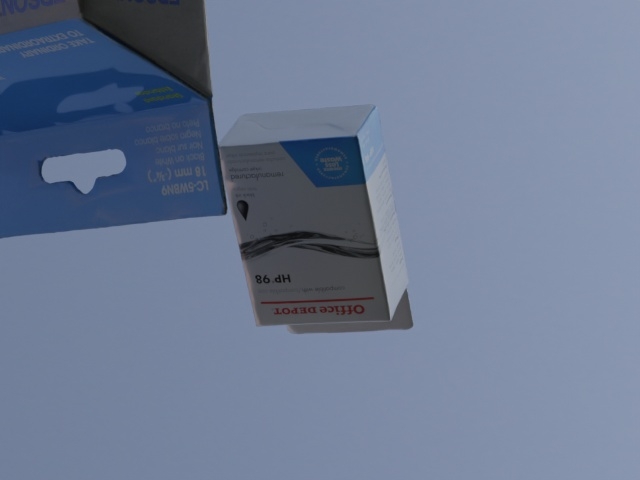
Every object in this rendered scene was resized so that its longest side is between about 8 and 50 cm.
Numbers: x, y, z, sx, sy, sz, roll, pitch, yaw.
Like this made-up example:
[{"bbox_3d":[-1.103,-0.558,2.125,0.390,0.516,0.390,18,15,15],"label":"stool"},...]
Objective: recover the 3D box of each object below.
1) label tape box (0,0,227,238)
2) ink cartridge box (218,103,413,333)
[{"bbox_3d":[-0.189,-0.170,1.088,0.106,0.240,0.334,-5,-90,-50],"label":"label tape box"},{"bbox_3d":[0.000,0.000,1.277,0.060,0.104,0.180,-61,-37,-59],"label":"ink cartridge box"}]
